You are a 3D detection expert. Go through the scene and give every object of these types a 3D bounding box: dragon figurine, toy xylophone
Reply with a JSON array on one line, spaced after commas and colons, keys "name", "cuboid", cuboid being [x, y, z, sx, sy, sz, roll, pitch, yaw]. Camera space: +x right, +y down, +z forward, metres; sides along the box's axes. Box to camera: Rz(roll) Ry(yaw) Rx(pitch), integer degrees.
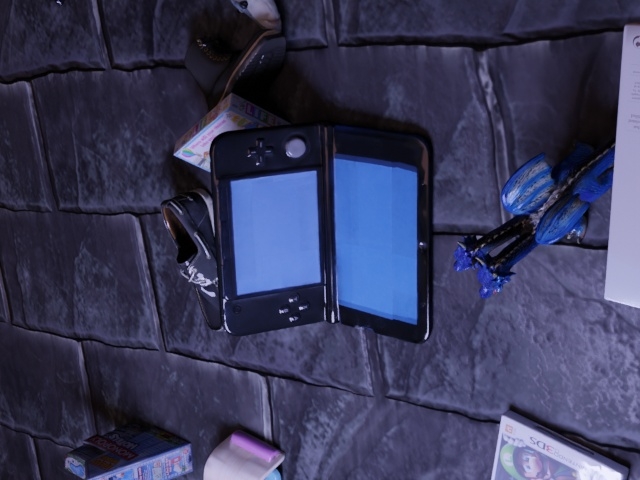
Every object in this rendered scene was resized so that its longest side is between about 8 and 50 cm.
[{"name": "dragon figurine", "cuboid": [0.257, -0.048, 1.155, 0.085, 0.144, 0.289, 51, 133, 18]}, {"name": "toy xylophone", "cuboid": [-0.104, 0.489, 1.744, 0.236, 0.081, 0.323, 28, 123, 34]}]

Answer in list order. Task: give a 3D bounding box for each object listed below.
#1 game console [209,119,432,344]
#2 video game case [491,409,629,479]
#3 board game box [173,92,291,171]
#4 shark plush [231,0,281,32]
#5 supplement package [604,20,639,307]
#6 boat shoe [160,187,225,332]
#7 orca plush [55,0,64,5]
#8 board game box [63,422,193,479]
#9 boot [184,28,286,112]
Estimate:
[{"name": "game console", "cuboid": [0.000, 0.000, 1.411, 0.173, 0.250, 0.293, -143, 48, -63]}, {"name": "video game case", "cuboid": [0.293, 0.333, 1.347, 0.173, 0.022, 0.190, 23, 120, 37]}, {"name": "board game box", "cuboid": [-0.128, -0.145, 1.526, 0.154, 0.103, 0.026, -32, 43, 45]}, {"name": "shark plush", "cuboid": [-0.118, -0.337, 1.481, 0.161, 0.073, 0.067, 23, 151, 30]}, {"name": "supplement package", "cuboid": [0.402, -0.071, 0.968, 0.199, 0.198, 0.263, 15, 115, 39]}, {"name": "boat shoe", "cuboid": [-0.194, 0.039, 1.672, 0.084, 0.079, 0.233, -6, 102, 43]}, {"name": "orca plush", "cuboid": [-0.341, -0.463, 1.616, 0.102, 0.151, 0.287, 33, 129, -8]}, {"name": "board game box", "cuboid": [-0.363, 0.392, 1.878, 0.194, 0.194, 0.060, 14, 114, 40]}, {"name": "boot", "cuboid": [-0.134, -0.263, 1.506, 0.137, 0.076, 0.198, 59, 136, 18]}]
